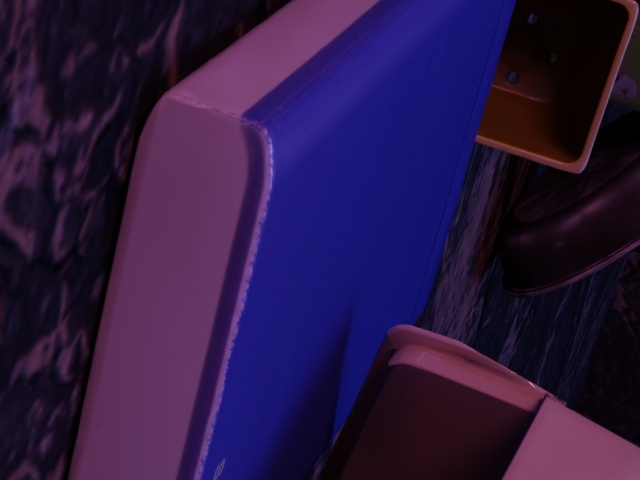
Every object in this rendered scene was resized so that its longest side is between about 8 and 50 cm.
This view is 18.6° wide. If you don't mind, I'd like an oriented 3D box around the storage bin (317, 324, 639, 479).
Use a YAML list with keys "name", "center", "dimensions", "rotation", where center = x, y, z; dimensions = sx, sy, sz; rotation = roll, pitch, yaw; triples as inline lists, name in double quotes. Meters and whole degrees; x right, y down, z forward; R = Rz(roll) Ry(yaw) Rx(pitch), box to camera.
- name: "storage bin"
  center: [-0.007, 0.205, 0.687]
  dimensions: [0.262, 0.123, 0.260]
  rotation: [-54, 170, -42]

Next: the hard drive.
- name: "hard drive"
  center: [0.000, 0.000, 0.705]
  dimensions: [0.319, 0.040, 0.210]
  rotation: [-47, 155, -61]

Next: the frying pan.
- name: "frying pan"
  center: [0.243, -0.063, 1.279]
  dimensions: [0.326, 0.053, 0.197]
  rotation: [-32, -167, 31]

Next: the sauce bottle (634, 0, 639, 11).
- name: "sauce bottle"
  center: [0.195, -0.281, 0.942]
  dimensions: [0.111, 0.111, 0.344]
  rotation: [15, 96, -78]

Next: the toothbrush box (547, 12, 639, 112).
- name: "toothbrush box"
  center: [0.236, -0.236, 1.179]
  dimensions: [0.283, 0.122, 0.206]
  rotation: [89, 24, -56]

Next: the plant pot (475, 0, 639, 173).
- name: "plant pot"
  center: [0.094, -0.085, 0.903]
  dimensions: [0.083, 0.081, 0.081]
  rotation: [-61, 169, -80]
